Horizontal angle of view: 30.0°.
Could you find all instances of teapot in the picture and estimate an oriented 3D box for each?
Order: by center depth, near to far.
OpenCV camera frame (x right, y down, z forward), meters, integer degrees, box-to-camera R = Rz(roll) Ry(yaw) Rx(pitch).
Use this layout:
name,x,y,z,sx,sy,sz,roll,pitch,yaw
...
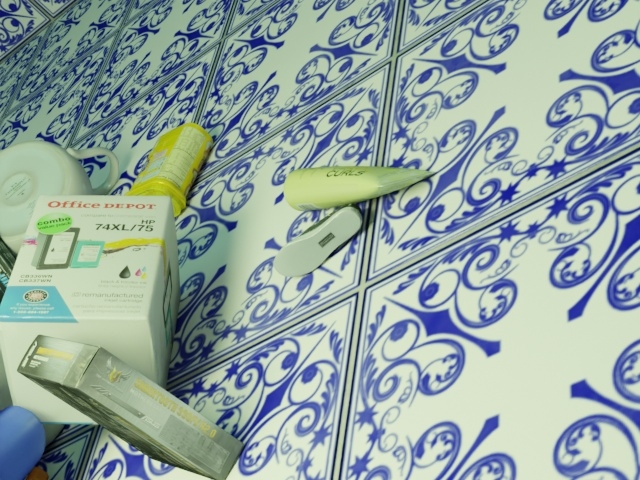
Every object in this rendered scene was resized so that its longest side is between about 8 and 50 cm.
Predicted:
name,x,y,z,sx,sy,sz,roll,pitch,yaw
teapot,-0.525,-0.056,2.262,0.256,0.187,0.252,-6,62,16

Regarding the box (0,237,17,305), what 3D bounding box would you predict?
name,x,y,z,sx,sy,sz,roll,pitch,yaw
box,-0.601,0.100,2.124,0.175,0.220,0.051,-41,-9,12

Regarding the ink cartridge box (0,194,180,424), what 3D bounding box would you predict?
name,x,y,z,sx,sy,sz,roll,pitch,yaw
ink cartridge box,-0.308,0.091,1.651,0.198,0.197,0.270,0,37,0

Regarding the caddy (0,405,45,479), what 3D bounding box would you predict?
name,x,y,z,sx,sy,sz,roll,pitch,yaw
caddy,-0.528,0.287,1.578,0.341,0.241,0.179,-33,9,41

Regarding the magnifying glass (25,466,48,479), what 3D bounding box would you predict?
name,x,y,z,sx,sy,sz,roll,pitch,yaw
magnifying glass,-0.417,0.391,1.622,0.026,0.092,0.231,-39,18,22

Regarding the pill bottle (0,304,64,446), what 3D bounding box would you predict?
name,x,y,z,sx,sy,sz,roll,pitch,yaw
pill bottle,-0.550,0.194,1.867,0.363,0.210,0.210,19,69,51

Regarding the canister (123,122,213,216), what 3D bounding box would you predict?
name,x,y,z,sx,sy,sz,roll,pitch,yaw
canister,-0.264,-0.115,2.074,0.126,0.073,0.170,-20,36,41

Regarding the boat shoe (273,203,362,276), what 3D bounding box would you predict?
name,x,y,z,sx,sy,sz,roll,pitch,yaw
boat shoe,0.000,0.000,1.582,0.142,0.049,0.040,-34,11,21

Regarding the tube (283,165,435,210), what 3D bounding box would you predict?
name,x,y,z,sx,sy,sz,roll,pitch,yaw
tube,0.042,-0.075,1.598,0.240,0.062,0.070,-1,53,54

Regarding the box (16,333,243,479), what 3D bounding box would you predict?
name,x,y,z,sx,sy,sz,roll,pitch,yaw
box,-0.230,0.200,1.436,0.183,0.231,0.056,-1,55,55
